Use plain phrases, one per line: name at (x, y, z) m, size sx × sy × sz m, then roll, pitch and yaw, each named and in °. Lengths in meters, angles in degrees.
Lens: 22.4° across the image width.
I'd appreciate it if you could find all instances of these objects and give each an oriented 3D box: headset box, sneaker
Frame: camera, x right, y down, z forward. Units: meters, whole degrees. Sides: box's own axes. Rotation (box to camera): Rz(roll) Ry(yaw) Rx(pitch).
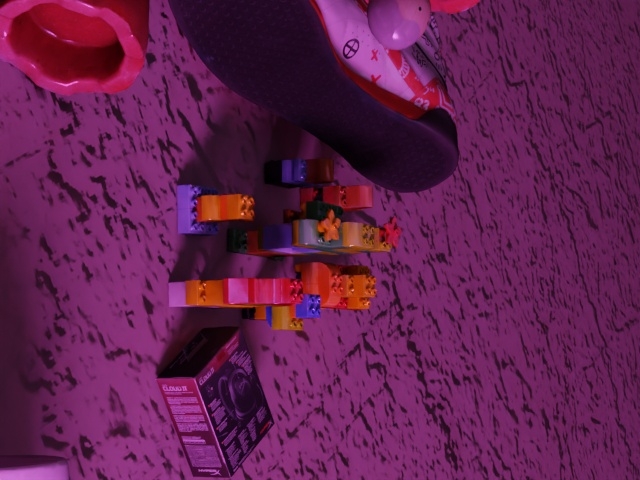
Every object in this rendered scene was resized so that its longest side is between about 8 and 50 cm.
headset box at (-0.067, 0.098, 1.021) m, size 0.062 × 0.032 × 0.083 m, roll -49°, pitch 127°, yaw -50°
sneaker at (-0.005, -0.154, 1.108) m, size 0.270 × 0.090 × 0.145 m, roll 37°, pitch 35°, yaw -36°

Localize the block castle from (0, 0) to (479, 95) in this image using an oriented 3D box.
block castle at (-0.118, -0.256, 0.716) m, size 0.453 × 0.303 × 0.212 m, roll 50°, pitch 40°, yaw -45°

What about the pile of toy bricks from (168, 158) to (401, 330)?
pile of toy bricks at (0.000, 0.000, 1.070) m, size 0.212 × 0.105 × 0.118 m, roll 6°, pitch 82°, yaw -59°

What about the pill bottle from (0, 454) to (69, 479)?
pill bottle at (-0.161, 0.200, 0.779) m, size 0.112 × 0.112 × 0.186 m, roll 2°, pitch 85°, yaw -59°
